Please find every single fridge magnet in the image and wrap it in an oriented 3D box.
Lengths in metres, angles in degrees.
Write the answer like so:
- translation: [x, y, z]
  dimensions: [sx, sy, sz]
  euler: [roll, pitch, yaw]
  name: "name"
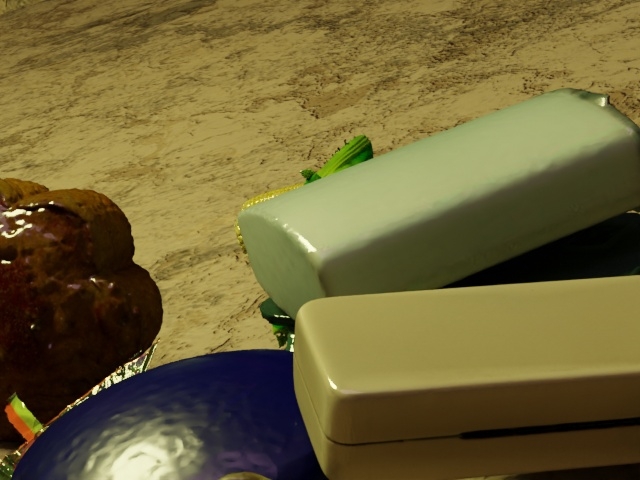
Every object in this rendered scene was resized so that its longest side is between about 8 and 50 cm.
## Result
- translation: [-0.094, 0.161, 1.390]
  dimensions: [0.265, 0.112, 0.265]
  euler: [-13, 20, 5]
  name: "fridge magnet"

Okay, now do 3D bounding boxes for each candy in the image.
- translation: [0.001, 0.000, 1.683]
  dimensions: [0.032, 0.178, 0.102]
  euler: [27, 32, 21]
  name: "candy"

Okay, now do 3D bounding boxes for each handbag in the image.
- translation: [0.134, 0.048, 1.570]
  dimensions: [0.326, 0.089, 0.238]
  euler: [-1, 24, 38]
  name: "handbag"

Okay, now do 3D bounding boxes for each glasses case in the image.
- translation: [0.155, 0.091, 1.318]
  dimensions: [0.336, 0.076, 0.144]
  euler: [-3, 26, -10]
  name: "glasses case"

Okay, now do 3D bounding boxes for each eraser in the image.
- translation: [0.098, -0.028, 1.521]
  dimensions: [0.290, 0.104, 0.189]
  euler: [-22, 23, -17]
  name: "eraser"

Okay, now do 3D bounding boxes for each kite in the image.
- translation: [-0.209, 0.168, 1.530]
  dimensions: [0.241, 0.014, 0.183]
  euler: [-42, 40, -6]
  name: "kite"

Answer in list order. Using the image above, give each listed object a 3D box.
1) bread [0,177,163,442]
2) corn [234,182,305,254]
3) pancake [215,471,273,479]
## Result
- translation: [-0.256, 0.050, 1.656]
  dimensions: [0.247, 0.232, 0.135]
  euler: [-13, 6, 29]
  name: "bread"
- translation: [-0.005, -0.025, 1.905]
  dimensions: [0.165, 0.063, 0.085]
  euler: [-9, 45, 21]
  name: "corn"
- translation: [-0.048, 0.208, 1.255]
  dimensions: [0.115, 0.115, 0.011]
  euler: [-21, -8, -14]
  name: "pancake"
